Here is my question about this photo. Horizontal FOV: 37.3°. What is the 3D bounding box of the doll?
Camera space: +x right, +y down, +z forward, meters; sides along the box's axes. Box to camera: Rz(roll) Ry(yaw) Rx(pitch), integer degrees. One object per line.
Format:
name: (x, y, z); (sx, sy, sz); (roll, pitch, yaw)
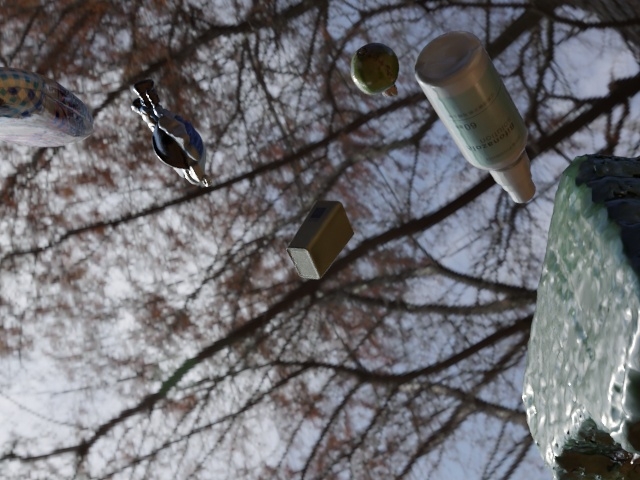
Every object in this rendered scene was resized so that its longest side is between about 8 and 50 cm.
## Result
doll: (-0.213, -0.148, 1.372); (0.070, 0.195, 0.096); (-28, -24, -23)

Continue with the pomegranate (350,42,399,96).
pomegranate: (0.078, -0.235, 1.307); (0.073, 0.073, 0.084); (-40, -18, 13)

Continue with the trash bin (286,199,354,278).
trash bin: (0.000, 0.000, 1.229); (0.043, 0.092, 0.061); (3, -47, 33)

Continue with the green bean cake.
green bean cake: (0.298, 0.106, 0.844); (0.169, 0.300, 0.308); (4, -63, -3)

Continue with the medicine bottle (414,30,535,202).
medicine bottle: (0.266, -0.176, 1.504); (0.110, 0.110, 0.352); (-34, -45, 8)

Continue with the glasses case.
glasses case: (-0.384, -0.167, 1.221); (0.125, 0.327, 0.076); (0, -92, 0)
